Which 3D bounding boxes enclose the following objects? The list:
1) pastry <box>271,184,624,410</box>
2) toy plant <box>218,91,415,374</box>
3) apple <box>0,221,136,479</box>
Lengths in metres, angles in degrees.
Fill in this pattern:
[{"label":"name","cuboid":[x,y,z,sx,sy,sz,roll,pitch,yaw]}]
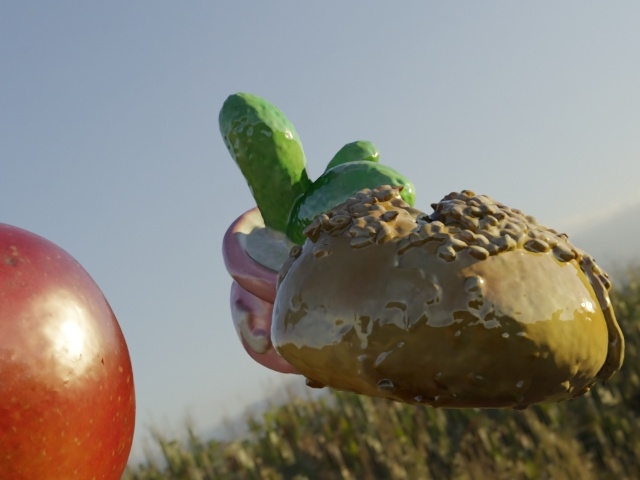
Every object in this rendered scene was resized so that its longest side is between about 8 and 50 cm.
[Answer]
[{"label":"pastry","cuboid":[0.115,0.045,1.294,0.316,0.184,0.284,4,6,1]},{"label":"toy plant","cuboid":[-0.003,0.006,1.848,0.211,0.317,0.356,-22,-47,-39]},{"label":"apple","cuboid":[-0.216,0.099,0.815,0.218,0.218,0.201,-27,4,27]}]
